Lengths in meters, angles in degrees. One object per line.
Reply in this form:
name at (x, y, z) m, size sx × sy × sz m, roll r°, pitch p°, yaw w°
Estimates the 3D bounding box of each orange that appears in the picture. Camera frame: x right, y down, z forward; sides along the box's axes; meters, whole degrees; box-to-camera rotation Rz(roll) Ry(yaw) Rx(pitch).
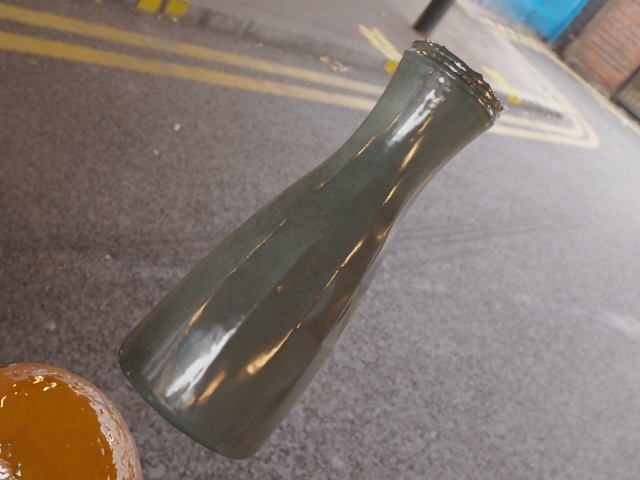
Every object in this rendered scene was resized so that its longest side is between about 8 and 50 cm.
orange at (-0.260, 0.215, 0.794) m, size 0.219 × 0.219 × 0.193 m, roll 48°, pitch 16°, yaw 22°

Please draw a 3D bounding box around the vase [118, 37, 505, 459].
vase at (0.000, 0.000, 0.443) m, size 0.086 × 0.214 × 0.086 m, roll 40°, pitch 1°, yaw -1°
